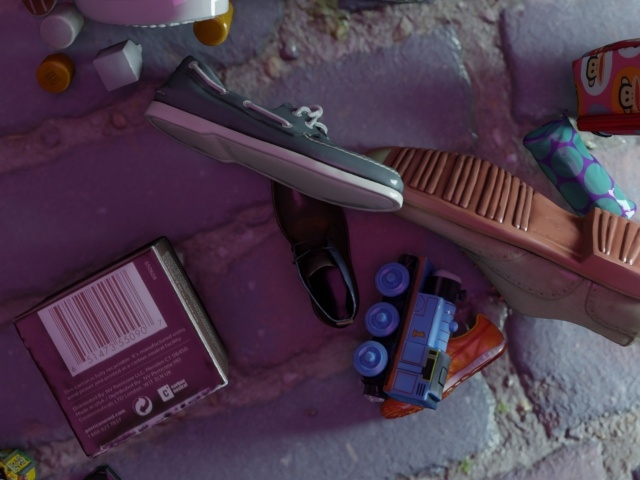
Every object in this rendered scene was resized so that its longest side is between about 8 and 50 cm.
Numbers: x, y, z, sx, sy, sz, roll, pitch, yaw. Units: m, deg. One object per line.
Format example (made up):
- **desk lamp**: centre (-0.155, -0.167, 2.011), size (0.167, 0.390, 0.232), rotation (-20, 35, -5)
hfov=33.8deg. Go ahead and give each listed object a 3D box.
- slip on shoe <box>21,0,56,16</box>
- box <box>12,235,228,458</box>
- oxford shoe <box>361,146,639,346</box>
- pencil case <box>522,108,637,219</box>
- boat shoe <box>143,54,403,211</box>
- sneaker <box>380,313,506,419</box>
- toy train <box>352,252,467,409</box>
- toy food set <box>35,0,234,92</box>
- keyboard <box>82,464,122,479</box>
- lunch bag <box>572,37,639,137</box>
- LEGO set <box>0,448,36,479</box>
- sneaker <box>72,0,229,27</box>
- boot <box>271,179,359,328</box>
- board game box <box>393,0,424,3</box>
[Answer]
- **slip on shoe**: centre (-0.335, -0.329, 1.215), size (0.051, 0.041, 0.135), rotation (-15, 112, -2)
- **box**: centre (-0.211, 0.108, 1.165), size (0.168, 0.203, 0.167), rotation (-29, 95, -2)
- **oxford shoe**: centre (0.214, 0.013, 1.229), size (0.397, 0.140, 0.147), rotation (25, 126, 9)
- **pencil case**: centre (0.312, -0.079, 1.265), size (0.152, 0.070, 0.064), rotation (52, 133, -6)
- **boat shoe**: centre (-0.044, -0.123, 1.184), size (0.319, 0.116, 0.099), rotation (21, 77, 17)
- **sneaker**: centre (0.141, 0.155, 1.275), size (0.175, 0.064, 0.067), rotation (-35, 73, -6)
- **toy train**: centre (0.107, 0.106, 1.230), size (0.105, 0.080, 0.184), rotation (11, 74, 20)
- **toy food set**: centre (-0.220, -0.254, 1.212), size (0.232, 0.104, 0.111), rotation (-18, 118, 13)
- **keyboard**: centre (-0.290, 0.366, 1.264), size (0.180, 0.023, 0.108), rotation (-43, 89, 0)
- **lunch bag**: centre (0.453, -0.177, 1.159), size (0.293, 0.258, 0.120), rotation (-6, 95, -16)
- **LEGO set**: centre (-0.433, 0.394, 1.156), size (0.254, 0.192, 0.331), rotation (4, 94, 3)
- **sneaker**: centre (-0.207, -0.322, 1.058), size (0.135, 0.366, 0.150), rotation (-21, 127, -25)
- **boot**: centre (0.000, 0.000, 1.224), size (0.082, 0.106, 0.219), rotation (-21, 95, -3)
- **board game box**: centre (-0.011, -0.379, 1.185), size (0.305, 0.053, 0.193), rotation (1, 93, -23)
